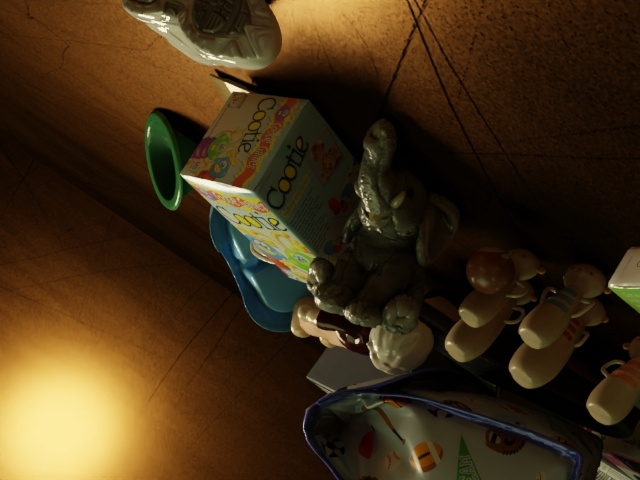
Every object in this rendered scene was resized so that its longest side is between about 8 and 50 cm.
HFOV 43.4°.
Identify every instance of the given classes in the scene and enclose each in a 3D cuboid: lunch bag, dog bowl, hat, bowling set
[{"bbox_3d":[0.200,0.319,1.203,0.386,0.238,0.328,16,176,27],"label":"lunch bag"},{"bbox_3d":[-0.093,0.019,1.419,0.297,0.166,0.074,66,167,-22],"label":"dog bowl"},{"bbox_3d":[-0.207,-0.148,1.491,0.173,0.184,0.208,-11,92,62],"label":"hat"},{"bbox_3d":[0.266,0.067,0.947,0.287,0.154,0.199,21,143,48],"label":"bowling set"}]

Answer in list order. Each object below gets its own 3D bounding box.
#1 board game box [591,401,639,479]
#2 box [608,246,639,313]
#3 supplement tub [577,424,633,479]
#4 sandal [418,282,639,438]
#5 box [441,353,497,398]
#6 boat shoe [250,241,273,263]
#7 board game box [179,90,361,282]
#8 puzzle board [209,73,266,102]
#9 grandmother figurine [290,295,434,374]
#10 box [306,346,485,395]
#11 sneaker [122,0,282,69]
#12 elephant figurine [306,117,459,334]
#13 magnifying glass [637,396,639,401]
[{"bbox_3d":[0.591,0.355,1.205,0.224,0.097,0.303,38,166,-19],"label":"board game box"},{"bbox_3d":[0.463,0.114,0.753,0.322,0.058,0.232,36,167,-15],"label":"box"},{"bbox_3d":[0.551,0.405,1.456,0.198,0.106,0.106,30,166,14],"label":"supplement tub"},{"bbox_3d":[0.284,0.158,1.247,0.446,0.107,0.167,28,164,4],"label":"sandal"},{"bbox_3d":[0.295,0.266,1.704,0.191,0.045,0.184,29,168,20],"label":"box"},{"bbox_3d":[0.000,0.000,1.298,0.255,0.095,0.079,-10,157,34],"label":"boat shoe"},{"bbox_3d":[-0.032,-0.058,1.097,0.142,0.144,0.275,15,158,40],"label":"board game box"},{"bbox_3d":[-0.087,-0.183,1.113,0.128,0.011,0.096,27,164,27],"label":"puzzle board"},{"bbox_3d":[0.061,0.142,1.279,0.208,0.104,0.342,13,175,-25],"label":"grandmother figurine"},{"bbox_3d":[0.182,0.330,1.702,0.294,0.182,0.296,42,164,-28],"label":"box"},{"bbox_3d":[-0.109,-0.230,0.872,0.232,0.090,0.115,35,177,38],"label":"sneaker"},{"bbox_3d":[0.092,-0.015,1.002,0.170,0.239,0.186,17,-175,-10],"label":"elephant figurine"},{"bbox_3d":[0.422,0.179,1.041,0.026,0.092,0.231,34,157,13],"label":"magnifying glass"}]
